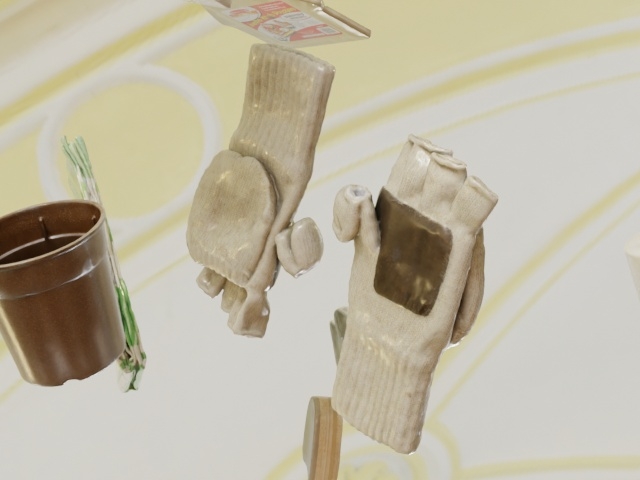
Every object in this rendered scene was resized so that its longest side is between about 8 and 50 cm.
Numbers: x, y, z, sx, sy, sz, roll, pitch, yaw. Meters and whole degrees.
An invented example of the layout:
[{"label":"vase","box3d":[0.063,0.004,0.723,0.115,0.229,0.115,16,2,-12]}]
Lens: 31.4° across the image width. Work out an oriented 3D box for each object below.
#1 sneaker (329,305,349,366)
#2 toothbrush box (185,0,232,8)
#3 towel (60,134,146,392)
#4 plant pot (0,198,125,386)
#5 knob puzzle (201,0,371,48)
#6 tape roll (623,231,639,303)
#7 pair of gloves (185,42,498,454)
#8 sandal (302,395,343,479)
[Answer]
[{"label":"sneaker","box3d":[0.041,0.076,0.901,0.061,0.152,0.054,-9,-93,-3]},{"label":"toothbrush box","box3d":[-0.175,-0.280,0.708,0.122,0.283,0.206,14,-88,-71]},{"label":"towel","box3d":[-0.298,0.040,1.552,0.038,0.325,0.248,-15,-11,-14]},{"label":"plant pot","box3d":[-0.299,0.063,1.270,0.167,0.167,0.165,-20,-66,-17]},{"label":"knob puzzle","box3d":[-0.061,-0.286,1.379,0.213,0.213,0.030,19,-99,-38]},{"label":"tape roll","box3d":[0.399,0.050,0.962,0.246,0.246,0.169,-21,-84,-17]},{"label":"pair of gloves","box3d":[0.000,0.000,0.745,0.042,0.240,0.204,-7,-55,-48]},{"label":"sandal","box3d":[0.019,0.241,0.934,0.079,0.088,0.240,5,-70,-7]}]
